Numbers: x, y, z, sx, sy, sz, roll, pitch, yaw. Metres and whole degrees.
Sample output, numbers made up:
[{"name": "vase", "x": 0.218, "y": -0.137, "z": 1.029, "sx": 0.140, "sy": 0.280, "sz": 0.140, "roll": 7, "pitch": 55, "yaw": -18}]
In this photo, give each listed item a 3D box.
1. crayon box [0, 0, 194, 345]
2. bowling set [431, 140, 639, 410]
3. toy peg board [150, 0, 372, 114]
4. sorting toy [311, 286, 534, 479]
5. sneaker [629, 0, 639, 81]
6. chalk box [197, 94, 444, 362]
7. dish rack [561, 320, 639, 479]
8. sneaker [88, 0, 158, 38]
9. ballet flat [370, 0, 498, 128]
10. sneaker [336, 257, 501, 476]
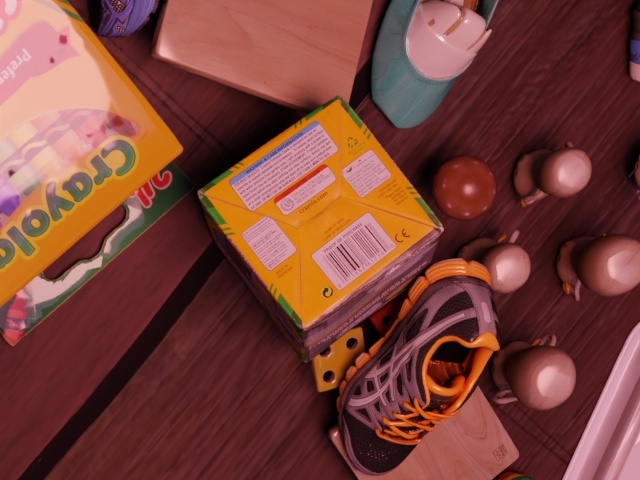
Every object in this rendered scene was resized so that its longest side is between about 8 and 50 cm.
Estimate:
[{"name": "crayon box", "x": -0.247, "y": -0.089, "z": 1.103, "sx": 0.202, "sy": 0.081, "sz": 0.318, "roll": -43, "pitch": 113, "yaw": -9}, {"name": "bowling set", "x": 0.183, "y": -0.018, "z": 1.278, "sx": 0.200, "sy": 0.154, "sz": 0.287, "roll": 38, "pitch": 87, "yaw": -6}, {"name": "toy peg board", "x": -0.050, "y": -0.187, "z": 1.175, "sx": 0.161, "sy": 0.079, "sz": 0.160, "roll": 18, "pitch": 78, "yaw": -25}, {"name": "sorting toy", "x": 0.080, "y": 0.165, "z": 1.307, "sx": 0.132, "sy": 0.046, "sz": 0.274, "roll": -37, "pitch": 112, "yaw": -11}, {"name": "sneaker", "x": 0.344, "y": -0.193, "z": 1.330, "sx": 0.152, "sy": 0.058, "sz": 0.084, "roll": -10, "pitch": 113, "yaw": -13}, {"name": "chalk box", "x": 0.000, "y": 0.000, "z": 1.171, "sx": 0.132, "sy": 0.213, "sz": 0.132, "roll": -36, "pitch": 81, "yaw": -8}, {"name": "dish rack", "x": 0.396, "y": 0.242, "z": 1.439, "sx": 0.333, "sy": 0.072, "sz": 0.285, "roll": 23, "pitch": 93, "yaw": -23}, {"name": "sneaker", "x": -0.168, "y": -0.234, "z": 1.070, "sx": 0.087, "sy": 0.083, "sz": 0.221, "roll": -16, "pitch": 139, "yaw": -13}, {"name": "ballet flat", "x": 0.113, "y": -0.205, "z": 1.219, "sx": 0.083, "sy": 0.087, "sz": 0.247, "roll": 22, "pitch": 93, "yaw": -25}, {"name": "sneaker", "x": 0.077, "y": 0.116, "z": 1.198, "sx": 0.084, "sy": 0.083, "sz": 0.214, "roll": 9, "pitch": 125, "yaw": -23}]
